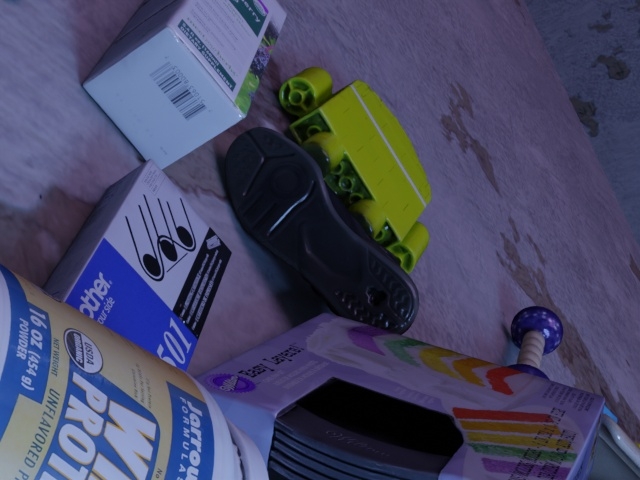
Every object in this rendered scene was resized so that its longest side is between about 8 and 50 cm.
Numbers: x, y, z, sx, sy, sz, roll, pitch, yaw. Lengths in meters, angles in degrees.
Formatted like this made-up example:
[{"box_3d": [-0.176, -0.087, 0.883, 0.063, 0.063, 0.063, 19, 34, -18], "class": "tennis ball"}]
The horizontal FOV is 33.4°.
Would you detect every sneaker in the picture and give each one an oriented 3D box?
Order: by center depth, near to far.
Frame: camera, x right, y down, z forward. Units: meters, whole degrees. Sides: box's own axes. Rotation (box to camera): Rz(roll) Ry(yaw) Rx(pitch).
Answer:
[{"box_3d": [0.000, 0.000, 0.967, 0.227, 0.087, 0.130, 46, -4, 9], "class": "sneaker"}]

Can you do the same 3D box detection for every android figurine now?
[{"box_3d": [0.047, -0.084, 1.185, 0.248, 0.056, 0.273, 57, 24, -9], "class": "android figurine"}]

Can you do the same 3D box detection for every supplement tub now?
[{"box_3d": [-0.131, 0.102, 0.484, 0.199, 0.144, 0.144, 39, 31, -42], "class": "supplement tub"}]

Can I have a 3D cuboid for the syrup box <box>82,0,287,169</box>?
[{"box_3d": [-0.107, -0.166, 0.910, 0.093, 0.096, 0.237, 51, 26, -22], "class": "syrup box"}]

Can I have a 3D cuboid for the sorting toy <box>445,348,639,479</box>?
[{"box_3d": [0.241, 0.192, 1.000, 0.347, 0.196, 0.047, 44, 64, -33], "class": "sorting toy"}]

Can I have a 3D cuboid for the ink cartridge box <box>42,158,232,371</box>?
[{"box_3d": [-0.123, 0.036, 0.704, 0.097, 0.046, 0.207, 51, 25, -19], "class": "ink cartridge box"}]

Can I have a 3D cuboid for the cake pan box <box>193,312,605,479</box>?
[{"box_3d": [0.058, 0.134, 0.744, 0.267, 0.245, 0.070, -16, 118, -66], "class": "cake pan box"}]

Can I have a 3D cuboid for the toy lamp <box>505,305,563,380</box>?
[{"box_3d": [0.256, 0.159, 1.311, 0.080, 0.080, 0.274, 59, 24, -5], "class": "toy lamp"}]
